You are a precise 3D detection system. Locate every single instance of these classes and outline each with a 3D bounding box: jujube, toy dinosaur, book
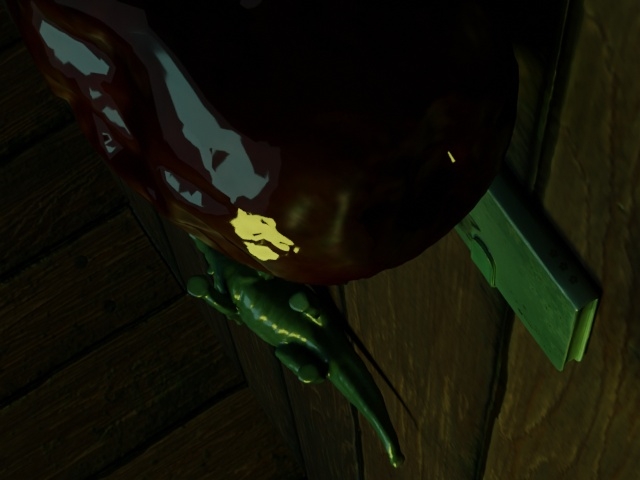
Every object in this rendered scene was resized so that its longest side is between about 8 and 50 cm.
[{"bbox_3d":[-0.029,-0.102,0.682,0.243,0.183,0.183,43,165,27],"label":"jujube"},{"bbox_3d":[-0.025,0.075,1.507,0.292,0.079,0.120,45,-174,38],"label":"toy dinosaur"},{"bbox_3d":[0.087,-0.004,0.833,0.135,0.017,0.103,56,170,20],"label":"book"}]

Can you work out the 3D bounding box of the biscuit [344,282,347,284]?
[{"bbox_3d":[0.000,0.000,1.331,0.089,0.016,0.046,44,161,58],"label":"biscuit"}]
